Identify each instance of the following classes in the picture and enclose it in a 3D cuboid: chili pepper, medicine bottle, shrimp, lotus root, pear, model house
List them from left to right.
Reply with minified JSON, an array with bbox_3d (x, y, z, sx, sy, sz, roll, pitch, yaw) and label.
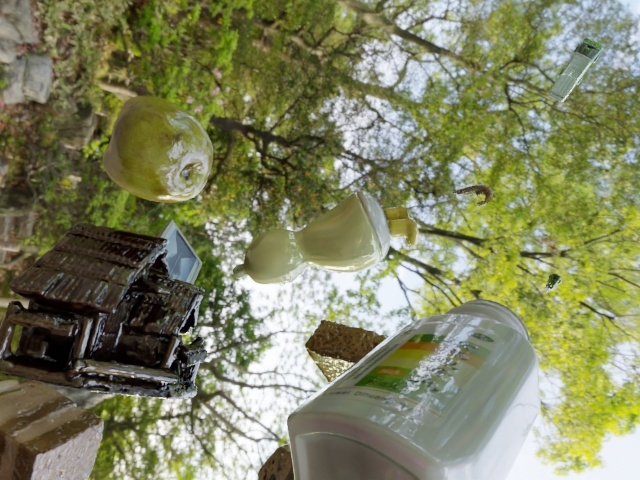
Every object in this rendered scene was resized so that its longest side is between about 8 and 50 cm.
[{"bbox_3d":[-0.348,0.121,0.863,0.297,0.317,0.282,127,-22,-76],"label":"model house"},{"bbox_3d":[-0.302,-0.169,0.903,0.200,0.200,0.200,-33,-130,53],"label":"pear"},{"bbox_3d":[-0.056,0.768,1.525,0.316,0.250,0.316,-49,-159,27],"label":"lotus root"},{"bbox_3d":[0.125,0.163,0.507,0.179,0.324,0.124,-1,-80,39],"label":"medicine bottle"},{"bbox_3d":[0.446,-0.131,1.398,0.023,0.114,0.083,68,25,-49],"label":"shrimp"},{"bbox_3d":[0.540,0.103,1.110,0.030,0.091,0.034,-5,-112,16],"label":"chili pepper"}]

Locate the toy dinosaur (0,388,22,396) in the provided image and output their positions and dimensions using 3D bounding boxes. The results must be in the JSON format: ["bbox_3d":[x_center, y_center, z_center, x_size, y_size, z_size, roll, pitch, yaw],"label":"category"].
[{"bbox_3d":[-0.509,0.250,0.674,0.037,0.180,0.058,55,-16,1],"label":"toy dinosaur"}]

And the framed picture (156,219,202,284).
[{"bbox_3d":[-0.357,0.050,1.179,0.015,0.150,0.203,-24,-157,11],"label":"framed picture"}]

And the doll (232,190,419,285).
[{"bbox_3d":[0.004,0.010,0.759,0.296,0.117,0.141,-22,-149,7],"label":"doll"}]

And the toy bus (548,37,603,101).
[{"bbox_3d":[0.341,-0.228,0.641,0.037,0.031,0.083,-49,165,-17],"label":"toy bus"}]

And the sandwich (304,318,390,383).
[{"bbox_3d":[0.151,0.284,0.946,0.301,0.271,0.099,-1,-136,43],"label":"sandwich"}]

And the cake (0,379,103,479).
[{"bbox_3d":[-0.656,0.440,1.033,0.199,0.293,0.196,-70,164,12],"label":"cake"}]
